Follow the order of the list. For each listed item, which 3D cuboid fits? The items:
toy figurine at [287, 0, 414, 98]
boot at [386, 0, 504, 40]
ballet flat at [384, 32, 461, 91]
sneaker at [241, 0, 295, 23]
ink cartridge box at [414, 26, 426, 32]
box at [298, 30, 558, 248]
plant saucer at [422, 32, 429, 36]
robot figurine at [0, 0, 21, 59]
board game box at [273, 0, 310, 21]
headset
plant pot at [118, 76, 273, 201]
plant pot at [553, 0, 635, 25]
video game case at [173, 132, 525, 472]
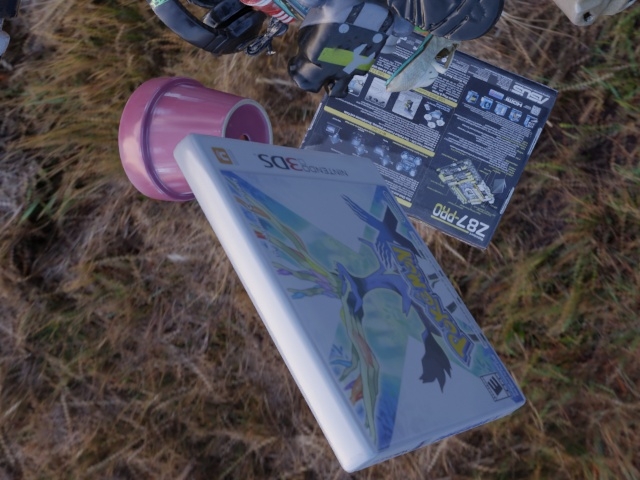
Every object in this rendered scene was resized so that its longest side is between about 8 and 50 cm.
[{"bbox_3d":[0.001,-0.234,0.676,0.210,0.213,0.148,37,125,5],"label":"toy figurine"},{"bbox_3d":[0.045,-0.142,0.417,0.121,0.099,0.045,38,120,10],"label":"boot"},{"bbox_3d":[0.144,-0.237,1.189,0.052,0.168,0.057,42,142,-4],"label":"ballet flat"},{"bbox_3d":[-0.108,-0.407,1.428,0.087,0.221,0.128,-49,140,13],"label":"sneaker"},{"bbox_3d":[0.119,-0.380,0.940,0.289,0.211,0.121,-48,64,27],"label":"ink cartridge box"},{"bbox_3d":[0.193,-0.203,1.656,0.395,0.097,0.318,24,89,7],"label":"box"},{"bbox_3d":[0.265,-0.457,1.879,0.037,0.200,0.199,23,108,-15],"label":"plant saucer"},{"bbox_3d":[-0.298,-0.247,0.667,0.174,0.209,0.278,17,101,-3],"label":"robot figurine"},{"bbox_3d":[-0.080,-0.338,1.093,0.186,0.126,0.026,38,95,-28],"label":"board game box"},{"bbox_3d":[-0.206,-0.450,1.729,0.185,0.394,0.243,-34,69,34],"label":"headset"},{"bbox_3d":[-0.183,-0.159,1.405,0.180,0.201,0.201,5,113,32],"label":"plant pot"},{"bbox_3d":[0.446,-0.551,1.508,0.334,0.334,0.305,-33,78,10],"label":"plant pot"},{"bbox_3d":[0.039,0.042,0.859,0.036,0.300,0.329,-42,67,28],"label":"video game case"}]
